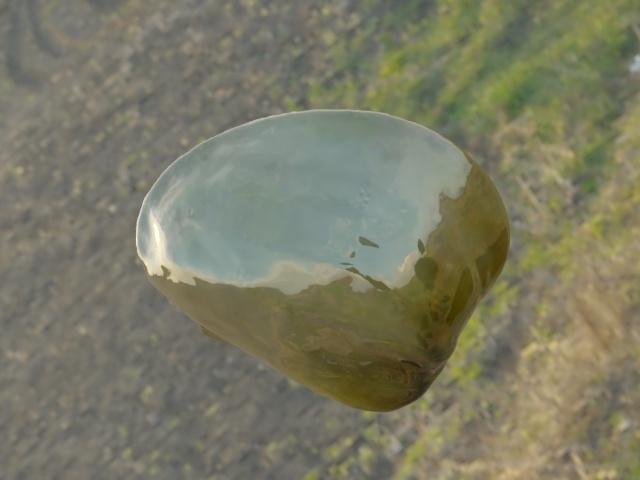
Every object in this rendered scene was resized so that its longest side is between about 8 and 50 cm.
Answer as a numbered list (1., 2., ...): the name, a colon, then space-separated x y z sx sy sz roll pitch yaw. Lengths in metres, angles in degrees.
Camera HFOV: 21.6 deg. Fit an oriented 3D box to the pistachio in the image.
1. pistachio: 0.000 0.000 1.217 0.163 0.260 0.213 -83 14 -80
